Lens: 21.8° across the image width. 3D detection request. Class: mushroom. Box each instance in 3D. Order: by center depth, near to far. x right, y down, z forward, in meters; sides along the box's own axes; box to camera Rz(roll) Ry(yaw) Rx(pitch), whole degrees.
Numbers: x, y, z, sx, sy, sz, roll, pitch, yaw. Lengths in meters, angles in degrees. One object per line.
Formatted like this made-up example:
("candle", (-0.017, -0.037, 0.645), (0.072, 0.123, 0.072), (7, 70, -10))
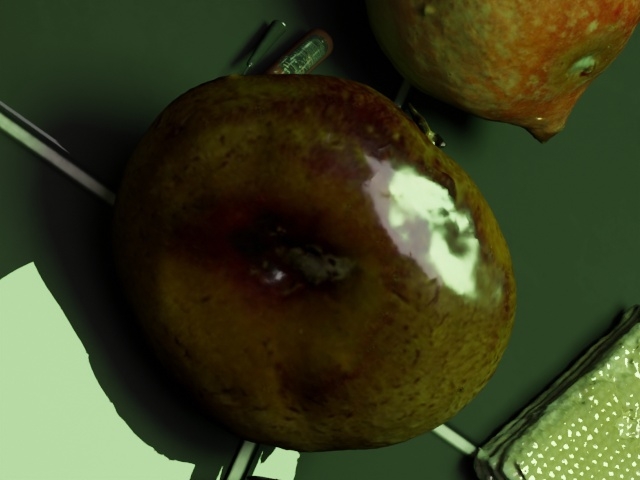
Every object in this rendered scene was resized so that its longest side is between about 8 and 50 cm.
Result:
("mushroom", (0.002, 0.022, 1.135), (0.254, 0.267, 0.267), (25, 62, -66))

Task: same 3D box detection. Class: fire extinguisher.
("fire extinguisher", (-0.032, -0.133, 1.231), (0.100, 0.032, 0.046), (-46, 118, -39))

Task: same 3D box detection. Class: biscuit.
("biscuit", (0.225, 0.152, 1.334), (0.239, 0.062, 0.108), (-37, 102, -35))

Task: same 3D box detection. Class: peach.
("peach", (0.145, -0.196, 1.255), (0.232, 0.232, 0.257), (-37, 109, -35))

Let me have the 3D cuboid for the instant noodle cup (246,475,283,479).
("instant noodle cup", (0.055, 0.270, 1.092), (0.251, 0.251, 0.190), (16, 80, -32))
